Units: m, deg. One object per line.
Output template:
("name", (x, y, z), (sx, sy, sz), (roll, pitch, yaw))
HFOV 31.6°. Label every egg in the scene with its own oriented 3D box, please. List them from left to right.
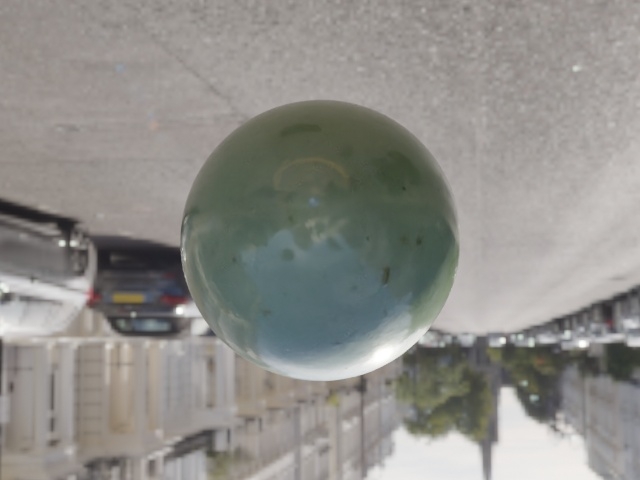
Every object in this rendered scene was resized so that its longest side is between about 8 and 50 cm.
("egg", (0.000, 0.000, 0.607), (0.149, 0.149, 0.192), (0, 167, -4))
